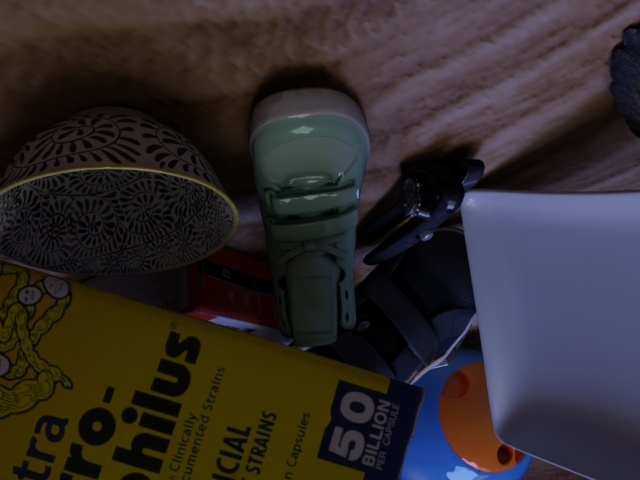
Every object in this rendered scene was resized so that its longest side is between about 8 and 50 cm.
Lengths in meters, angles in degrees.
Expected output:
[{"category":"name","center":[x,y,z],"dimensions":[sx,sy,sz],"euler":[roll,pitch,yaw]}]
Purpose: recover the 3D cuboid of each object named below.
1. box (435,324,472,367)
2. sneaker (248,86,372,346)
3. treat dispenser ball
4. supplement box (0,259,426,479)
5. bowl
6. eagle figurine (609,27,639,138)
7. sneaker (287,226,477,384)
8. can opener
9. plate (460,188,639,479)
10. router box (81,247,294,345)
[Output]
[{"category":"box","center":[0.135,0.154,0.968],"dimensions":[0.145,0.038,0.186],"euler":[-20,-178,24]},{"category":"sneaker","center":[0.000,0.000,0.523],"dimensions":[0.094,0.151,0.256],"euler":[-7,155,-1]},{"category":"treat dispenser ball","center":[0.251,0.340,1.213],"dimensions":[0.288,0.288,0.288],"euler":[-7,157,-3]},{"category":"supplement box","center":[-0.130,0.153,0.507],"dimensions":[0.356,0.194,0.195],"euler":[17,169,-1]},{"category":"bowl","center":[-0.146,-0.041,0.465],"dimensions":[0.170,0.080,0.170],"euler":[-8,156,-3]},{"category":"eagle figurine","center":[0.360,-0.066,0.468],"dimensions":[0.298,0.225,0.226],"euler":[-2,172,-42]},{"category":"sneaker","center":[0.052,0.115,0.689],"dimensions":[0.321,0.126,0.127],"euler":[-47,169,7]},{"category":"can opener","center":[0.084,-0.018,0.626],"dimensions":[0.073,0.059,0.186],"euler":[2,154,-25]},{"category":"plate","center":[0.252,0.086,0.574],"dimensions":[0.045,0.277,0.278],"euler":[-17,-168,-31]},{"category":"router box","center":[-0.173,0.120,0.820],"dimensions":[0.335,0.082,0.301],"euler":[-24,152,30]}]
